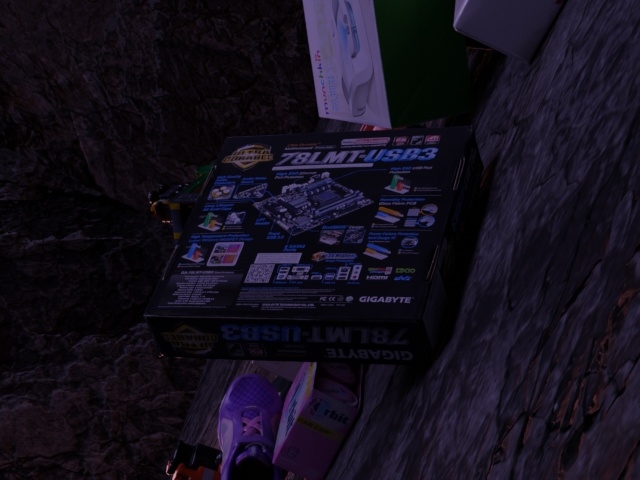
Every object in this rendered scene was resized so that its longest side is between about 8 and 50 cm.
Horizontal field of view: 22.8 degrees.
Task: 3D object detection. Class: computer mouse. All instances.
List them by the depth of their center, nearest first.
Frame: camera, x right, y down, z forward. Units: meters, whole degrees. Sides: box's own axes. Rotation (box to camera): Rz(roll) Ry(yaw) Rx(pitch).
[{"bbox_3d":[-0.036,0.174,2.371,0.071,0.041,0.242,120,173,-46],"label":"computer mouse"}]

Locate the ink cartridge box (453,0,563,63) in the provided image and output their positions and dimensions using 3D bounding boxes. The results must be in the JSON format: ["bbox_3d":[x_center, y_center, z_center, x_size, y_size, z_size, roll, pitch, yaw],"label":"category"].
[{"bbox_3d":[0.232,-0.329,1.803,0.237,0.100,0.172,-78,14,-63],"label":"ink cartridge box"}]

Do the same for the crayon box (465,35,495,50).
[{"bbox_3d":[0.213,-0.409,2.072,0.202,0.081,0.318,15,79,58],"label":"crayon box"}]

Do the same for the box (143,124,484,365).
[{"bbox_3d":[0.000,0.000,1.650,0.293,0.295,0.073,-70,-28,-45],"label":"box"}]

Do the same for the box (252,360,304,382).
[{"bbox_3d":[0.001,0.082,2.118,0.203,0.103,0.114,-62,6,22],"label":"box"}]

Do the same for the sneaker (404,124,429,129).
[{"bbox_3d":[0.125,-0.113,2.104,0.144,0.053,0.059,105,-171,-73],"label":"sneaker"}]

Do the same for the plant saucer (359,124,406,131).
[{"bbox_3d":[0.079,-0.143,2.649,0.258,0.047,0.259,-93,28,-78],"label":"plant saucer"}]

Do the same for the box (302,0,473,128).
[{"bbox_3d":[0.078,-0.287,2.019,0.231,0.127,0.262,-160,59,-65],"label":"box"}]

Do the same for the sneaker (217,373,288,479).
[{"bbox_3d":[-0.079,0.254,1.883,0.104,0.095,0.236,88,-179,-53],"label":"sneaker"}]

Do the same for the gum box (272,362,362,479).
[{"bbox_3d":[0.000,0.190,1.865,0.188,0.062,0.107,-80,16,-71],"label":"gum box"}]

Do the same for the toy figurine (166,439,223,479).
[{"bbox_3d":[-0.141,0.374,2.014,0.213,0.148,0.209,-149,79,-82],"label":"toy figurine"}]

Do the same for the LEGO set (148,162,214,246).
[{"bbox_3d":[-0.030,0.018,1.899,0.255,0.331,0.192,-68,-27,-72],"label":"LEGO set"}]
